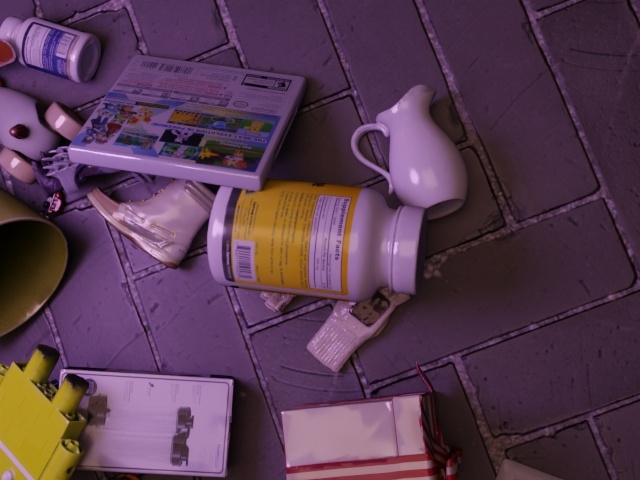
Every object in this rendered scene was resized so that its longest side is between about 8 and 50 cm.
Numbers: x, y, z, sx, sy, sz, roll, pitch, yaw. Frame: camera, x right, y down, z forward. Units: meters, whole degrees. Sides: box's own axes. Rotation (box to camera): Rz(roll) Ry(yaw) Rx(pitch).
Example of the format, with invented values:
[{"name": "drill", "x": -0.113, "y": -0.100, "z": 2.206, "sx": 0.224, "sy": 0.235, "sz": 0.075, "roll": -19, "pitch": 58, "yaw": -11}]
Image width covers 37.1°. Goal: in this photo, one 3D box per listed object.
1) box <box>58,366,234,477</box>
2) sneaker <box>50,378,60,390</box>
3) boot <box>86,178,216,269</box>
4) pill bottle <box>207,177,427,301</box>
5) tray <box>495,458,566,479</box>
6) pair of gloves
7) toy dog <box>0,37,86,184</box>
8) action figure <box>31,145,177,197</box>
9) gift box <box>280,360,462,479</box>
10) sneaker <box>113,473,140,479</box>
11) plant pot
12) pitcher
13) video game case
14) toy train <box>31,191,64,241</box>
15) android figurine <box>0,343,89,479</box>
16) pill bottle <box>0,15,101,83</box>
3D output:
[{"name": "box", "x": -0.296, "y": 0.306, "z": 1.620, "sx": 0.289, "sy": 0.087, "sz": 0.169, "roll": 3, "pitch": 85, "yaw": -5}, {"name": "sneaker", "x": -0.483, "y": 0.291, "z": 1.696, "sx": 0.232, "sy": 0.081, "sz": 0.090, "roll": -5, "pitch": 81, "yaw": 2}, {"name": "boot", "x": -0.294, "y": -0.071, "z": 1.701, "sx": 0.213, "sy": 0.077, "sz": 0.165, "roll": 36, "pitch": 89, "yaw": 10}, {"name": "pill bottle", "x": 0.000, "y": 0.000, "z": 1.553, "sx": 0.333, "sy": 0.188, "sz": 0.188, "roll": 6, "pitch": 85, "yaw": 11}, {"name": "tray", "x": 0.327, "y": 0.510, "z": 1.563, "sx": 0.145, "sy": 0.030, "sz": 0.270, "roll": 18, "pitch": 87, "yaw": 10}, {"name": "pair of gloves", "x": 0.012, "y": 0.080, "z": 1.652, "sx": 0.204, "sy": 0.042, "sz": 0.240, "roll": -44, "pitch": 79, "yaw": 3}, {"name": "toy dog", "x": -0.588, "y": -0.248, "z": 1.722, "sx": 0.333, "sy": 0.161, "sz": 0.220, "roll": 23, "pitch": 88, "yaw": 11}, {"name": "action figure", "x": -0.348, "y": -0.150, "z": 1.667, "sx": 0.285, "sy": 0.185, "sz": 0.099, "roll": -16, "pitch": 124, "yaw": -1}, {"name": "gift box", "x": 0.090, "y": 0.340, "z": 1.507, "sx": 0.258, "sy": 0.255, "sz": 0.276, "roll": -6, "pitch": 87, "yaw": 11}, {"name": "sneaker", "x": -0.357, "y": 0.515, "z": 1.647, "sx": 0.084, "sy": 0.083, "sz": 0.215, "roll": 1, "pitch": 86, "yaw": 8}, {"name": "plant pot", "x": -0.643, "y": -0.011, "z": 1.675, "sx": 0.293, "sy": 0.275, "sz": 0.275, "roll": 40, "pitch": 92, "yaw": 26}, {"name": "pitcher", "x": 0.150, "y": -0.133, "z": 1.622, "sx": 0.177, "sy": 0.125, "sz": 0.207, "roll": -28, "pitch": 69, "yaw": 26}, {"name": "video game case", "x": -0.217, "y": -0.208, "z": 1.627, "sx": 0.329, "sy": 0.036, "sz": 0.300, "roll": 10, "pitch": 43, "yaw": 10}, {"name": "toy train", "x": -0.489, "y": -0.069, "z": 1.757, "sx": 0.036, "sy": 0.027, "sz": 0.158, "roll": 21, "pitch": 87, "yaw": 0}, {"name": "android figurine", "x": -0.484, "y": 0.315, "z": 1.560, "sx": 0.248, "sy": 0.056, "sz": 0.273, "roll": 38, "pitch": 101, "yaw": 29}, {"name": "pill bottle", "x": -0.499, "y": -0.356, "z": 1.753, "sx": 0.169, "sy": 0.094, "sz": 0.094, "roll": 19, "pitch": 88, "yaw": 11}]
